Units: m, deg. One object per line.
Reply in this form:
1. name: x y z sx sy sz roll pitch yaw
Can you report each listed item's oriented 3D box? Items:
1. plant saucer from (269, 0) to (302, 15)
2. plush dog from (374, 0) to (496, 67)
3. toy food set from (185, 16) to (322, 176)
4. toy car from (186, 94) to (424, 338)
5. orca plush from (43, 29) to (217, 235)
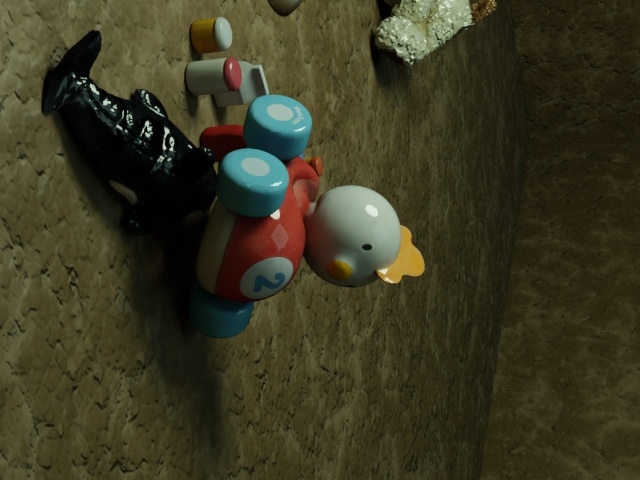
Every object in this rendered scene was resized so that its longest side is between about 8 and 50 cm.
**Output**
1. plant saucer: -0.047 -0.418 1.656 0.198 0.036 0.199 -4 90 -73
2. plush dog: 0.181 -0.465 2.166 0.225 0.210 0.262 57 21 -5
3. toy food set: -0.078 -0.151 1.394 0.111 0.104 0.232 -68 149 -53
4. toy car: 0.000 0.000 1.281 0.210 0.238 0.219 -70 178 -51
5. orca plush: -0.153 -0.102 1.161 0.287 0.102 0.151 63 29 -50
